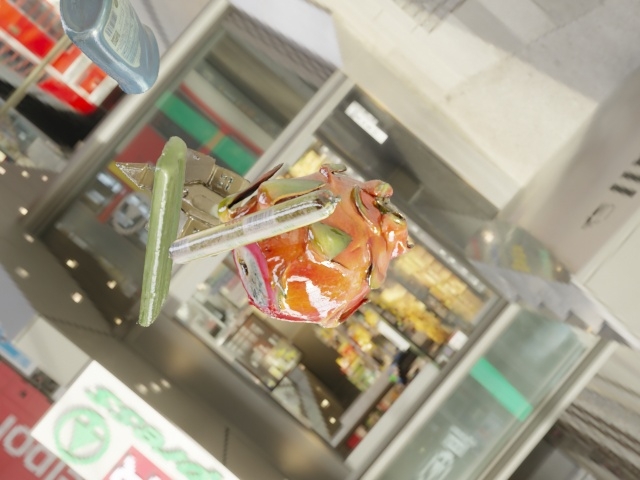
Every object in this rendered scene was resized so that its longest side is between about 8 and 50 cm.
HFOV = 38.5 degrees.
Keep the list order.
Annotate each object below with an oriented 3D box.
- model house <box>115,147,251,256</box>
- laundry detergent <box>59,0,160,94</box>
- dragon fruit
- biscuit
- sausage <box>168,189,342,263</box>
[{"bbox_3d":[-0.283,-0.095,1.745,0.248,0.181,0.176,24,176,2],"label":"model house"},{"bbox_3d":[-0.239,-0.236,1.089,0.206,0.061,0.097,56,-153,-71],"label":"laundry detergent"},{"bbox_3d":[-0.006,0.002,1.221,0.224,0.227,0.224,38,146,32],"label":"dragon fruit"},{"bbox_3d":[-0.231,-0.009,1.344,0.038,0.322,0.099,15,-140,-2],"label":"biscuit"},{"bbox_3d":[-0.081,-0.012,1.017,0.269,0.033,0.033,-17,135,38],"label":"sausage"}]
